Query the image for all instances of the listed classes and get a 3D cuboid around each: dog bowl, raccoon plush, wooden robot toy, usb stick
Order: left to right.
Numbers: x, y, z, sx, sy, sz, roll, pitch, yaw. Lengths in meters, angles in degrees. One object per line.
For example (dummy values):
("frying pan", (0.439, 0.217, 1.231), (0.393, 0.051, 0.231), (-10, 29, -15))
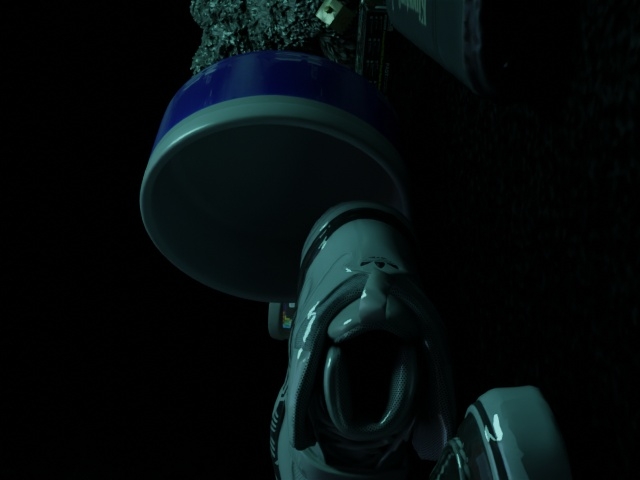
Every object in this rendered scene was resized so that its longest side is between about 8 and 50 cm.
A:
("raccoon plush", (-0.072, -0.406, 1.144), (0.446, 0.299, 0.216), (97, 174, -61))
("dog bowl", (-0.041, -0.054, 0.737), (0.265, 0.265, 0.104), (94, 178, -48))
("wooden robot toy", (0.068, -0.304, 0.808), (0.079, 0.076, 0.173), (17, -81, -54))
("usb stick", (0.079, -0.149, 0.457), (0.278, 0.045, 0.077), (-98, -4, -66))

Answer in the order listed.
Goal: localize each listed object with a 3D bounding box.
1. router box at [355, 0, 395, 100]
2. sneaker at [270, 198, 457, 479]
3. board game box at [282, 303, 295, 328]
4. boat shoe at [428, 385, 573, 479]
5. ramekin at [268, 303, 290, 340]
("router box", (0.067, -0.237, 0.909), (0.092, 0.038, 0.122), (-95, 7, -60))
("sneaker", (0.024, 0.161, 0.621), (0.210, 0.137, 0.366), (-89, 4, -74))
("board game box", (0.006, 0.070, 1.130), (0.170, 0.048, 0.141), (-5, 81, 54))
("boat shoe", (0.053, 0.204, 0.369), (0.113, 0.105, 0.306), (-94, 5, -57))
("ramekin", (-0.013, 0.085, 1.307), (0.207, 0.109, 0.207), (11, -90, -82))
